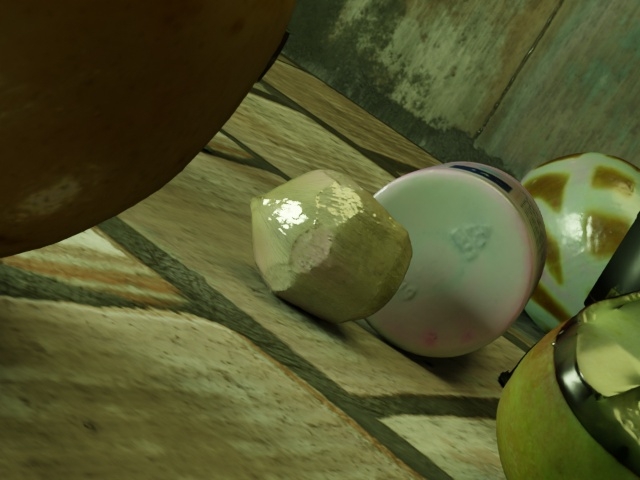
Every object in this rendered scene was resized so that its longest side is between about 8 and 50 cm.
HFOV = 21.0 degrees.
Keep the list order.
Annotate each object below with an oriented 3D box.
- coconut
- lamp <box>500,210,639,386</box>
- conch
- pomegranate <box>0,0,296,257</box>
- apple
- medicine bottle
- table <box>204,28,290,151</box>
[{"bbox_3d":[0.000,0.000,1.279,0.124,0.110,0.110,36,7,-18],"label":"coconut"},{"bbox_3d":[0.279,0.065,1.481,0.147,0.227,0.172,36,10,27],"label":"lamp"},{"bbox_3d":[0.302,0.026,1.918,0.368,0.197,0.249,37,-28,53],"label":"conch"},{"bbox_3d":[-0.206,-0.180,0.747,0.416,0.417,0.416,31,9,-5],"label":"pomegranate"},{"bbox_3d":[0.209,0.133,1.069,0.188,0.174,0.207,56,14,17],"label":"apple"},{"bbox_3d":[0.114,0.009,1.463,0.152,0.152,0.254,33,9,6],"label":"medicine bottle"},{"bbox_3d":[-0.135,-0.181,1.661,0.062,0.146,0.175,39,11,38],"label":"table"}]
